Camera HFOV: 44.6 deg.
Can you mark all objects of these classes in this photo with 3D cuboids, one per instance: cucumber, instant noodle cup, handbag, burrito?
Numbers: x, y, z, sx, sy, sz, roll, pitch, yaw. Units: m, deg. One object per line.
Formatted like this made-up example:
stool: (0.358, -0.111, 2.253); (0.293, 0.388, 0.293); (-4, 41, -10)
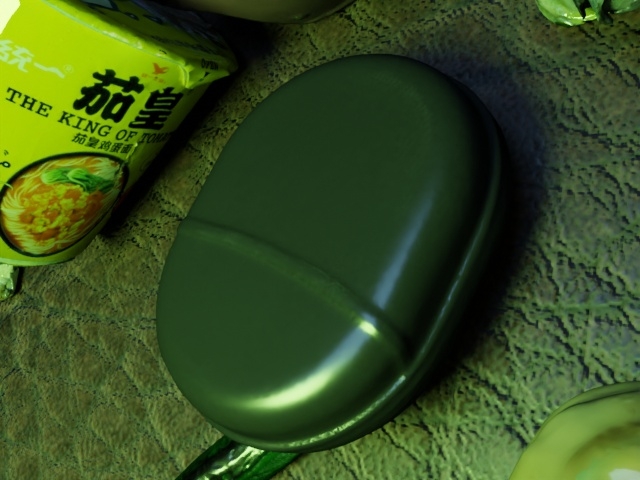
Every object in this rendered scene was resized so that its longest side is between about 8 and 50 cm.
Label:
cucumber: (-0.097, 0.209, 0.624); (0.284, 0.056, 0.056); (-43, 54, 12)
instant noodle cup: (-0.277, -0.147, 0.728); (0.325, 0.325, 0.254); (47, 111, 37)
handbag: (-0.001, -0.001, 0.573); (0.253, 0.093, 0.308); (20, 77, 39)
burrito: (-0.361, -0.021, 0.902); (0.045, 0.041, 0.186); (5, 71, -6)

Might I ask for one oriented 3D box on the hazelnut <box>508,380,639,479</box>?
hazelnut: (0.166, 0.204, 0.345); (0.261, 0.241, 0.261); (-28, 31, 18)

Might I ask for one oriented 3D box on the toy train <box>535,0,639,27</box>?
toy train: (0.191, -0.274, 0.532); (0.177, 0.134, 0.261); (-27, 60, 25)

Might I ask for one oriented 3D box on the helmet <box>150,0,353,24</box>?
helmet: (-0.077, -0.328, 0.625); (0.338, 0.197, 0.271); (20, 88, -4)
